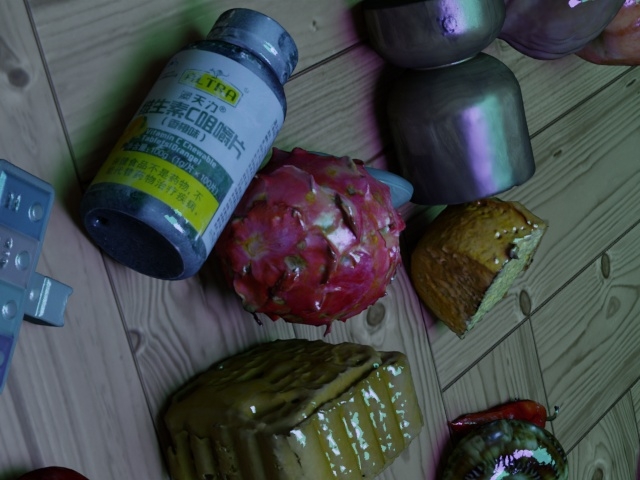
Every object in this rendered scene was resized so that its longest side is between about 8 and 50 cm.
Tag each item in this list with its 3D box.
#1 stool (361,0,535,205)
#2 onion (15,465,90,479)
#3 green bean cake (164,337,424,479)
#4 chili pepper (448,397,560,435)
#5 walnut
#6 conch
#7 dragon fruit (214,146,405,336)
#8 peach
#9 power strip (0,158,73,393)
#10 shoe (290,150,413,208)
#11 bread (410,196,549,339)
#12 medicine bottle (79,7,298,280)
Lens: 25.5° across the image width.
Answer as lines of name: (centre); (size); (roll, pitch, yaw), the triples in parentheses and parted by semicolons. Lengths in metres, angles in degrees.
stool: (0.167, -0.195, 1.815); (0.179, 0.179, 0.264); (-33, 116, -45)
onion: (-0.255, 0.281, 1.364); (0.131, 0.131, 0.131); (-2, 92, -50)
green bean cake: (-0.032, 0.196, 1.553); (0.229, 0.224, 0.131); (-30, 113, -42)
chili pepper: (0.278, 0.263, 2.061); (0.268, 0.050, 0.059); (5, 103, -49)
walnut: (0.300, -0.382, 1.918); (0.273, 0.227, 0.273); (-1, 93, -31)
conch: (0.251, 0.328, 1.963); (0.181, 0.124, 0.187); (4, 124, -37)
dragon fruit: (0.000, 0.000, 1.606); (0.268, 0.205, 0.210); (24, 35, -50)
peach: (0.454, -0.390, 2.120); (0.257, 0.232, 0.232); (-50, 128, -20)
power strip: (-0.304, 0.044, 1.356); (0.145, 0.061, 0.216); (32, 67, -53)
shoe: (0.031, -0.057, 1.736); (0.195, 0.079, 0.078); (19, 81, -45)
bread: (0.197, 0.022, 1.862); (0.143, 0.139, 0.229); (-50, 169, -30)
medicine bottle: (-0.127, -0.109, 1.492); (0.141, 0.141, 0.293); (53, 53, -37)
